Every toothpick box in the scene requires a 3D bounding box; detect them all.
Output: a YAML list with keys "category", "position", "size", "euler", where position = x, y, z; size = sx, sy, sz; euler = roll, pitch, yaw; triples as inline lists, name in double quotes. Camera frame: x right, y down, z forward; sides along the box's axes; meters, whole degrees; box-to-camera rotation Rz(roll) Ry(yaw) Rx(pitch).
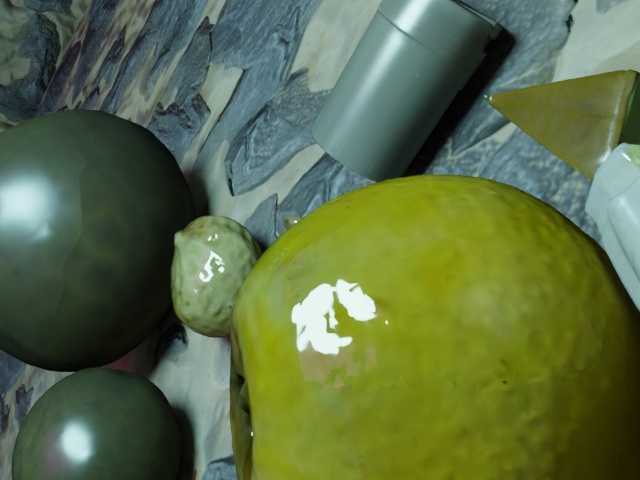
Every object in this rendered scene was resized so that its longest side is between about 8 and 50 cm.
- category: "toothpick box"
  position: [0.079, -0.157, 0.697]
  size: [0.180, 0.111, 0.111]
  euler: [-57, 34, 23]

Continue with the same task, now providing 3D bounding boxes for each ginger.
- category: "ginger"
  position: [0.001, 0.000, 0.810]
  size: [0.097, 0.048, 0.030]
  euler: [28, 57, 31]

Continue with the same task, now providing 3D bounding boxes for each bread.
- category: "bread"
  position: [0.181, -0.065, 0.527]
  size: [0.139, 0.074, 0.084]
  euler: [6, 76, 57]

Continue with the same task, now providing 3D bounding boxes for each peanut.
- category: "peanut"
  position: [-0.135, 0.046, 0.927]
  size: [0.141, 0.109, 0.159]
  euler: [156, 114, -63]

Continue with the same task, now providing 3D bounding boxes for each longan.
- category: "longan"
  position: [-0.292, 0.291, 0.936]
  size: [0.248, 0.248, 0.248]
  euler: [-32, 49, 46]
- category: "longan"
  position: [-0.364, 0.001, 1.088]
  size: [0.337, 0.404, 0.404]
  euler: [14, 85, 22]

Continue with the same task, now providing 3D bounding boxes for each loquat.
- category: "loquat"
  position: [0.077, 0.100, 0.435]
  size: [0.275, 0.275, 0.274]
  euler: [-32, 49, 46]

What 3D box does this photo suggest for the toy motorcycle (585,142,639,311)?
- category: "toy motorcycle"
  position: [0.218, 0.081, 0.269]
  size: [0.107, 0.223, 0.340]
  euler: [100, 160, -46]
